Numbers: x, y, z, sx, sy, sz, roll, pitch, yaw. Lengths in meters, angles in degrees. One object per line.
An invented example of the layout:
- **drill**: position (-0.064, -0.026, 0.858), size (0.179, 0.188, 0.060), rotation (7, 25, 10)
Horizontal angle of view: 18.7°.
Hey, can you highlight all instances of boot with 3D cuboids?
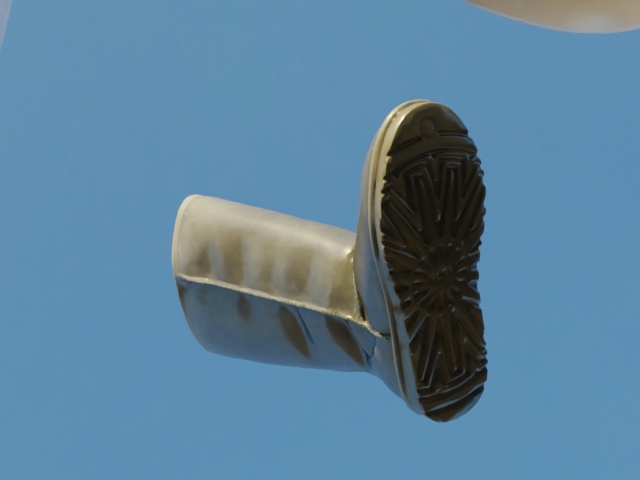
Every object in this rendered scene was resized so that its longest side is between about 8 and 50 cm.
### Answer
- **boot**: position (-0.002, -0.001, 1.072), size (0.076, 0.208, 0.189), rotation (-14, -68, -33)

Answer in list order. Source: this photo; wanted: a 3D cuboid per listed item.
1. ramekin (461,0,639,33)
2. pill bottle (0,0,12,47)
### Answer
- **ramekin**: position (0.116, -0.248, 1.054), size (0.273, 0.273, 0.127), rotation (23, -51, -8)
- **pill bottle**: position (-0.266, -0.145, 0.999), size (0.209, 0.119, 0.119), rotation (12, -79, -5)
